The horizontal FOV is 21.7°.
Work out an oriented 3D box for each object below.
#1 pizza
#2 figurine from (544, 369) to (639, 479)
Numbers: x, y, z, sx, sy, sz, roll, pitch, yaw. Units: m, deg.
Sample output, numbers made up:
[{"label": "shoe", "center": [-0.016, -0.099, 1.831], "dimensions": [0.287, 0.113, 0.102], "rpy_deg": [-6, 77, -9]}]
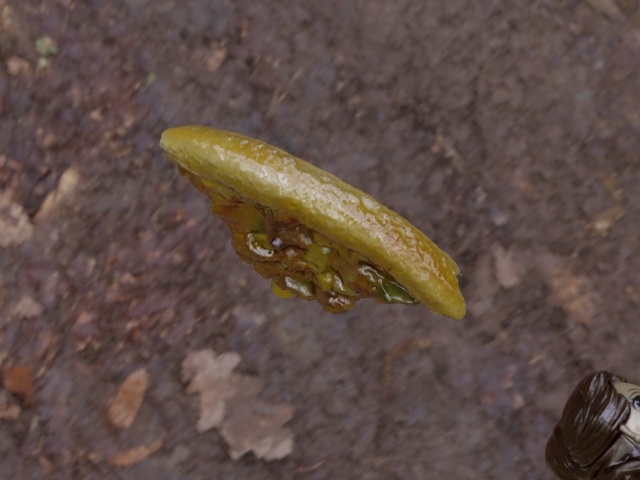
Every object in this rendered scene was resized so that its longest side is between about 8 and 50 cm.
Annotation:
[{"label": "pizza", "center": [-0.007, -0.019, 1.704], "dimensions": [0.268, 0.257, 0.087], "rpy_deg": [50, 57, -39]}, {"label": "figurine", "center": [0.365, 0.236, 1.610], "dimensions": [0.187, 0.168, 0.315], "rpy_deg": [-17, 47, -42]}]
